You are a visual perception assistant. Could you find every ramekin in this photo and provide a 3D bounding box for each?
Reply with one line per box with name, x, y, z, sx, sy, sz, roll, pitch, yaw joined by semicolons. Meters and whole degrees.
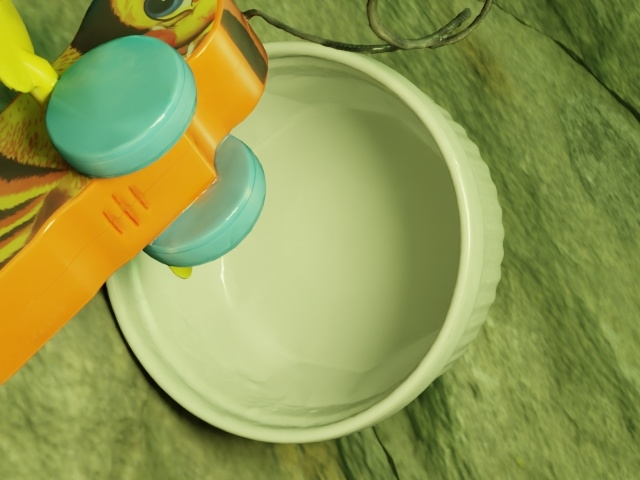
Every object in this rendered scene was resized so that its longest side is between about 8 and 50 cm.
ramekin;0.000;0.000;1.034;0.207;0.207;0.109;64;21;10

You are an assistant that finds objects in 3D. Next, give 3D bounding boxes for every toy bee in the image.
toy bee;-0.082;-0.063;0.933;0.162;0.298;0.195;52;-22;44
